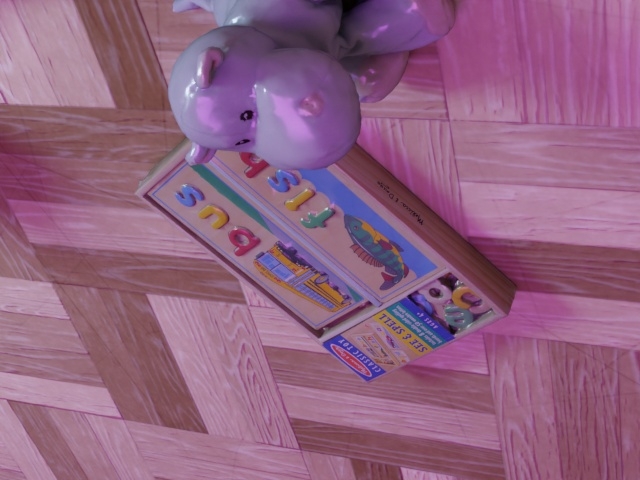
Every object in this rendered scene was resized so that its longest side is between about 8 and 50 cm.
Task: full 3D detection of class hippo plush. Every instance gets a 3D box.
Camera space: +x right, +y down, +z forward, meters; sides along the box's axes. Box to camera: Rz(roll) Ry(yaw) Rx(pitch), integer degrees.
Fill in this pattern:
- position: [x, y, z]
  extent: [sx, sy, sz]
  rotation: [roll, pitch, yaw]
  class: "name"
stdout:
- position: [-0.039, -0.196, 0.954]
  extent: [0.294, 0.236, 0.234]
  rotation: [21, 139, 6]
  class: "hippo plush"

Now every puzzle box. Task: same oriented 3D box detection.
- position: [0.000, 0.000, 1.277]
  extent: [0.409, 0.052, 0.272]
  rotation: [40, 138, -15]
  class: "puzzle box"
